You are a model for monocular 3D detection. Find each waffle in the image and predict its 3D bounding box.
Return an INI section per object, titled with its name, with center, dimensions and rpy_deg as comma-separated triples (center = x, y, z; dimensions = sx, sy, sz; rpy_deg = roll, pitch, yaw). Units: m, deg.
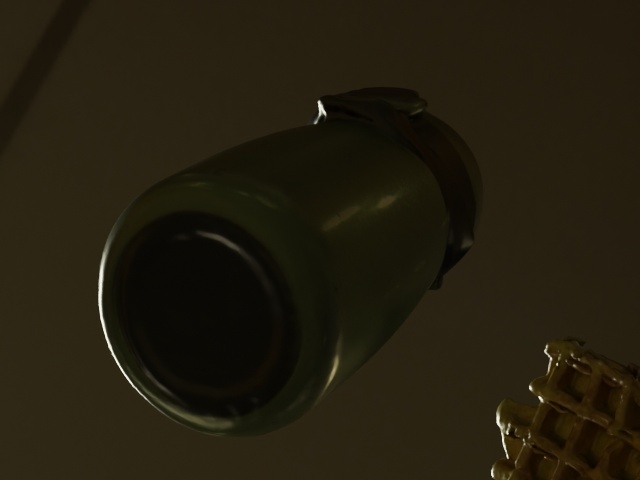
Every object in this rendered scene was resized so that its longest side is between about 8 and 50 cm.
[waffle]
center = 0.251, 0.205, 1.484
dimensions = 0.065, 0.283, 0.309
rpy_deg = 13, -126, -41

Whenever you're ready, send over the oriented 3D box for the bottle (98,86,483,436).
[bottle]
center = 0.000, -0.002, 1.263
dimensions = 0.168, 0.168, 0.347
rpy_deg = 35, -153, 11
